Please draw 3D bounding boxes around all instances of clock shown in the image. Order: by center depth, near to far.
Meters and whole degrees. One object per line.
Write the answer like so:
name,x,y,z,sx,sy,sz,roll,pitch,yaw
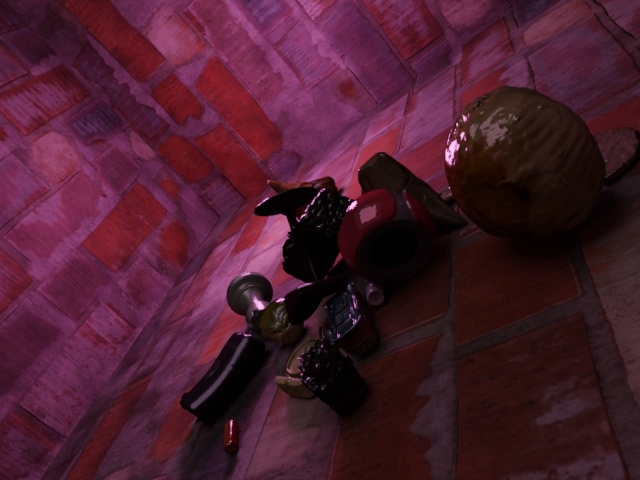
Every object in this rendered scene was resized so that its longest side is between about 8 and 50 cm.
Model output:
clock,-0.025,0.357,1.618,0.170,0.069,0.232,-15,32,53

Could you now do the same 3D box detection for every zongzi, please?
zongzi,0.314,-0.097,1.874,0.174,0.393,0.356,-52,-18,-12
zongzi,-0.091,-0.276,2.794,0.286,0.288,0.134,-38,25,14

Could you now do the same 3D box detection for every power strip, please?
power strip,0.478,-0.179,1.846,0.268,0.034,0.092,-30,22,31

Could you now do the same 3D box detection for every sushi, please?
sushi,0.000,0.000,2.032,0.351,0.178,0.294,-58,-11,-23

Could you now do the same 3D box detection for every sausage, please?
sausage,-0.272,0.591,1.643,0.039,0.041,0.131,-45,18,8

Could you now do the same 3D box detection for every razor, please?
razor,-0.345,0.479,1.921,0.349,0.113,0.204,-51,19,-18

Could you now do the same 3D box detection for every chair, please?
chair,-0.052,0.052,1.747,0.227,0.400,0.226,-17,-12,-4

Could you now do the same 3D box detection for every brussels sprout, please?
brussels sprout,-0.133,0.279,1.896,0.162,0.143,0.181,-30,35,-28

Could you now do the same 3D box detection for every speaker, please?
speaker,0.206,-0.013,1.636,0.294,0.294,0.294,-37,19,15

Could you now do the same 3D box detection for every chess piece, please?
chess piece,-0.258,0.260,2.152,0.195,0.194,0.299,-43,28,-1

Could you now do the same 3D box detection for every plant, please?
plant,0.022,0.340,1.372,0.129,0.194,0.132,-43,19,-16

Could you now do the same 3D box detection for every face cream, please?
face cream,0.174,0.134,1.744,0.092,0.058,0.243,-43,12,18

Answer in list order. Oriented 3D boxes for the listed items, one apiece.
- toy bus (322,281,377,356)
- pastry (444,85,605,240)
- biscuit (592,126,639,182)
toy bus,0.091,0.234,1.578,0.121,0.120,0.265,-41,17,10
pastry,0.473,-0.171,1.313,0.312,0.389,0.388,-48,18,6
biscuit,0.764,-0.235,1.404,0.133,0.032,0.250,-31,21,31
